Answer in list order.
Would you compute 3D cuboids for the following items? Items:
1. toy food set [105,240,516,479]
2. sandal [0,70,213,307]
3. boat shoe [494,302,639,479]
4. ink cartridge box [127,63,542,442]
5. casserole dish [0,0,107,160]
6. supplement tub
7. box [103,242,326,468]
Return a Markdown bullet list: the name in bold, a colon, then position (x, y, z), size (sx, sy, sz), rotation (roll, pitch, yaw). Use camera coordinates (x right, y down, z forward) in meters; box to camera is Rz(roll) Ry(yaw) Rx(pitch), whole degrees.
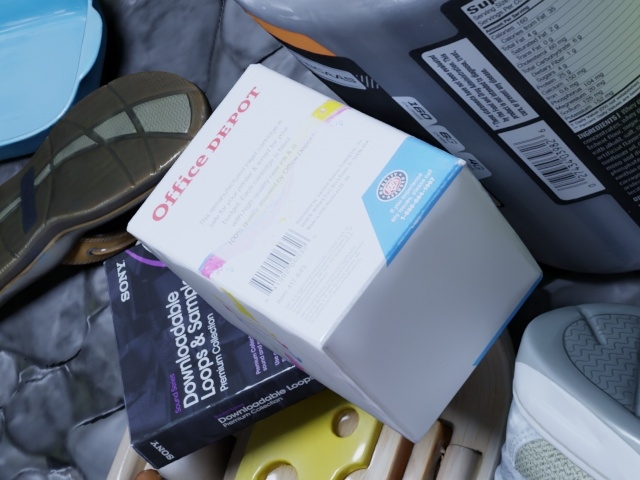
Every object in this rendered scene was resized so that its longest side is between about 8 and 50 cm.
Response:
- **toy food set**: position (-0.055, 0.151, 0.809), size (0.220, 0.092, 0.306), rotation (7, 70, 37)
- **sandal**: position (-0.130, -0.016, 0.981), size (0.219, 0.060, 0.090), rotation (-39, 42, 30)
- **boat shoe**: position (0.180, 0.145, 0.653), size (0.320, 0.118, 0.103), rotation (41, 131, 38)
- **ink cartridge box**: position (0.000, 0.000, 0.735), size (0.143, 0.090, 0.092), rotation (30, 78, 42)
- **casserole dish**: position (-0.199, -0.095, 1.080), size (0.188, 0.037, 0.114), rotation (-10, 60, 29)
- **supplement tub**: position (0.073, -0.129, 0.727), size (0.193, 0.316, 0.193), rotation (-16, 57, 27)
- **box**: position (-0.021, 0.023, 0.816), size (0.162, 0.029, 0.116), rotation (-28, 46, 14)
